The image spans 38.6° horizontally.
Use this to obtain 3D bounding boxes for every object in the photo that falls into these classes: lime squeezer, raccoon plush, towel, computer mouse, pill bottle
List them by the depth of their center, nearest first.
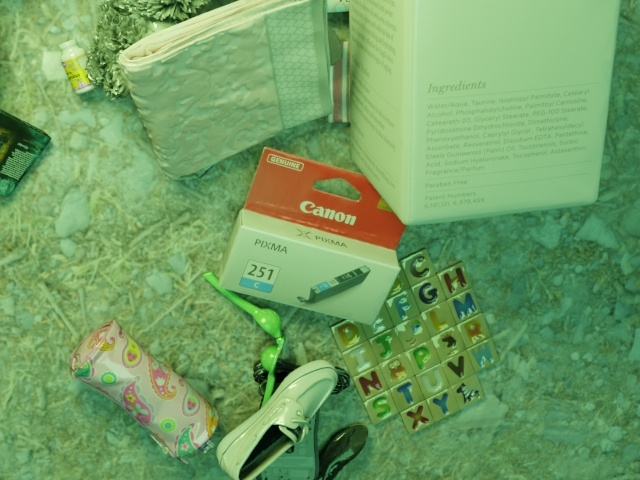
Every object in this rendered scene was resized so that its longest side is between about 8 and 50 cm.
[{"bbox_3d":[-0.327,-0.429,1.371,0.299,0.216,0.446,-44,104,-2],"label":"raccoon plush"},{"bbox_3d":[-0.129,-0.240,1.421,0.316,0.332,0.053,-24,65,-9],"label":"towel"},{"bbox_3d":[-0.394,-0.283,1.480,0.043,0.043,0.083,-24,107,-7],"label":"pill bottle"},{"bbox_3d":[0.102,-0.281,1.610,0.197,0.029,0.144,-3,107,-12],"label":"towel"},{"bbox_3d":[-0.112,0.193,1.632,0.109,0.059,0.311,-18,96,-13],"label":"lime squeezer"},{"bbox_3d":[-0.053,0.357,1.714,0.188,0.072,0.272,8,89,-13],"label":"computer mouse"}]

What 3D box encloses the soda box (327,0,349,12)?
[{"bbox_3d":[0.059,-0.421,1.546,0.183,0.058,0.063,-7,106,-11],"label":"soda box"}]

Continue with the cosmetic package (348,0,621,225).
[{"bbox_3d":[0.237,-0.275,1.436,0.327,0.329,0.394,-7,116,-11],"label":"cosmetic package"}]

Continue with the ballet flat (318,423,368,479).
[{"bbox_3d":[0.026,0.420,1.765,0.057,0.049,0.173,43,86,8],"label":"ballet flat"}]

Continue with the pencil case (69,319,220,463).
[{"bbox_3d":[-0.305,0.266,1.599,0.124,0.124,0.284,-44,110,0],"label":"pencil case"}]

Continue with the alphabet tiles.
[{"bbox_3d":[0.186,0.199,1.757,0.285,0.011,0.343,-25,108,-6],"label":"alphabet tiles"}]

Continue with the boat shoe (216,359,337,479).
[{"bbox_3d":[-0.063,0.322,1.610,0.267,0.088,0.096,-37,126,-14],"label":"boat shoe"}]

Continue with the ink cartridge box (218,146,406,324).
[{"bbox_3d":[0.000,0.000,1.586,0.296,0.066,0.261,15,121,-14],"label":"ink cartridge box"}]

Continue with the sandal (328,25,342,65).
[{"bbox_3d":[-0.091,-0.329,1.543,0.254,0.054,0.097,-2,98,-3],"label":"sandal"}]

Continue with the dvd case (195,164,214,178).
[{"bbox_3d":[-0.194,-0.177,1.571,0.119,0.013,0.087,-44,109,-1],"label":"dvd case"}]

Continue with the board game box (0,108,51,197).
[{"bbox_3d":[-0.523,-0.146,1.429,0.126,0.026,0.186,-53,153,3],"label":"board game box"}]
